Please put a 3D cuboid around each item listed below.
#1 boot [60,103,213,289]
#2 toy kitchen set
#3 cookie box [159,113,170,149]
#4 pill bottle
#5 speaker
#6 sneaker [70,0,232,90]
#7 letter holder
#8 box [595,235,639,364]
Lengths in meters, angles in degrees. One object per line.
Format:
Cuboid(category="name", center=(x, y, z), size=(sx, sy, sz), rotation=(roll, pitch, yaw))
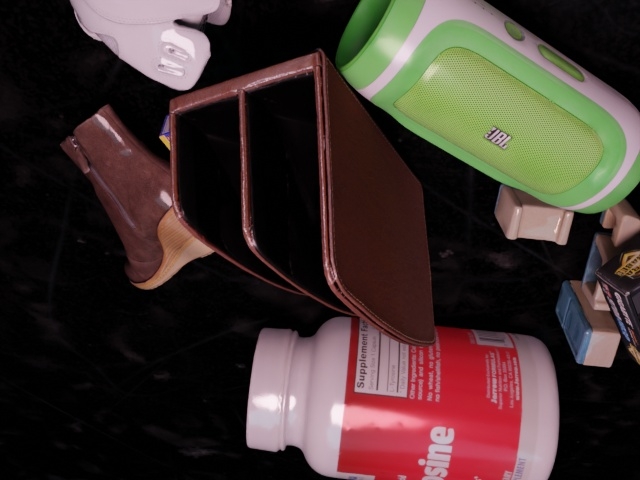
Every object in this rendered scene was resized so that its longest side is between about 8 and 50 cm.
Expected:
Cuboid(category="boot", center=(-0.236, -0.048, 0.840), size=(0.207, 0.090, 0.248), rotation=(48, 143, -14))
Cuboid(category="toy kitchen set", center=(0.287, 0.031, 0.837), size=(0.166, 0.122, 0.207), rotation=(5, 118, 3))
Cuboid(category="cookie box", center=(-0.110, -0.112, 0.764), size=(0.107, 0.040, 0.092), rotation=(-14, 135, 24))
Cuboid(category="pill bottle", center=(0.108, 0.231, 0.974), size=(0.408, 0.229, 0.229), rotation=(5, 138, 3))
Cuboid(category="speaker", center=(0.166, -0.135, 0.636), size=(0.297, 0.131, 0.131), rotation=(25, 135, -19))
Cuboid(category="sneaker", center=(-0.064, -0.242, 0.549), size=(0.366, 0.137, 0.210), rotation=(6, 140, 8))
Cuboid(category="letter holder", center=(0.000, 0.000, 0.668), size=(0.152, 0.214, 0.302), rotation=(-12, 159, 21))
Cuboid(category="box", center=(0.426, 0.031, 0.757), size=(0.220, 0.051, 0.175), rotation=(-38, 128, -1))
